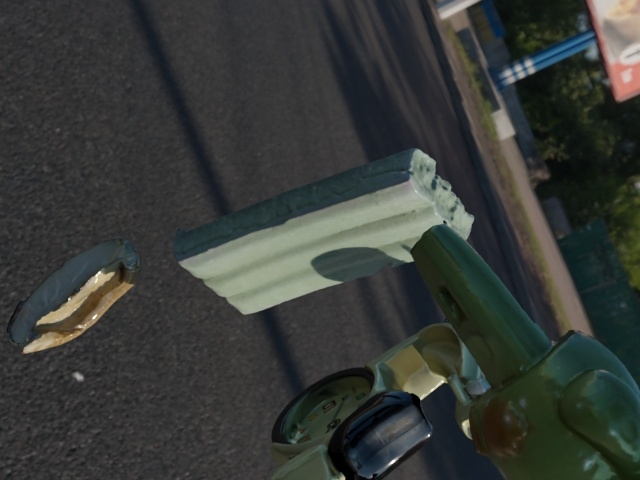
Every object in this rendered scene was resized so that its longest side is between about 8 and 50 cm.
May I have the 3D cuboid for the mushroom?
[{"bbox_3d":[-0.332,0.076,1.101,0.072,0.210,0.094,46,-2,35],"label":"mushroom"}]

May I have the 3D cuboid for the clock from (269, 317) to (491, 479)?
[{"bbox_3d":[0.112,0.211,1.008,0.120,0.379,0.276,57,3,-16],"label":"clock"}]

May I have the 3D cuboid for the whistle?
[{"bbox_3d":[0.140,0.128,0.450,0.294,0.141,0.141,40,16,8],"label":"whistle"}]

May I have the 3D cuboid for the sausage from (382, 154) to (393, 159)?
[{"bbox_3d":[0.062,-0.060,1.030,0.039,0.131,0.041,28,27,-45],"label":"sausage"}]

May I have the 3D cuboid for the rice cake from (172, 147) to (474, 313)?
[{"bbox_3d":[0.000,0.000,0.656,0.127,0.237,0.043,43,39,-47],"label":"rice cake"}]
